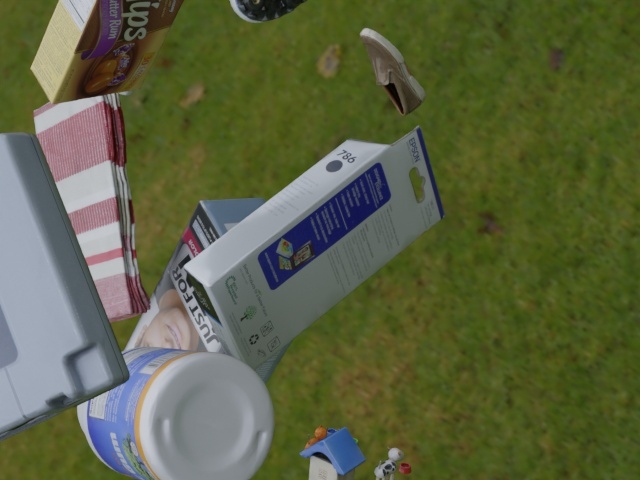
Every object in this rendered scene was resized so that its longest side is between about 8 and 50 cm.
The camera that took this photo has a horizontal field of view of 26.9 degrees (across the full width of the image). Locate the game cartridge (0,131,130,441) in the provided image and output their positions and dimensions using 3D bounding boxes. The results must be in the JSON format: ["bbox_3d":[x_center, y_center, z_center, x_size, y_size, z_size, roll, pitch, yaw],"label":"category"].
[{"bbox_3d":[-0.278,0.055,0.880,0.297,0.062,0.198,-25,78,23],"label":"game cartridge"}]

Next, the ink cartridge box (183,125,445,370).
[{"bbox_3d":[0.000,0.000,1.626,0.333,0.165,0.065,-37,45,-18],"label":"ink cartridge box"}]

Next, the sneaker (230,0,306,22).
[{"bbox_3d":[-0.040,-0.304,1.341,0.086,0.085,0.237,-9,46,40],"label":"sneaker"}]

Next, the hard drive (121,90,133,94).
[{"bbox_3d":[-0.181,-0.345,1.530,0.210,0.040,0.318,-95,24,-68],"label":"hard drive"}]

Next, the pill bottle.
[{"bbox_3d":[-0.175,0.195,1.486,0.272,0.152,0.152,-6,58,61],"label":"pill bottle"}]

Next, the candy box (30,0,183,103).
[{"bbox_3d":[-0.198,-0.217,1.288,0.053,0.109,0.186,57,137,19],"label":"candy box"}]

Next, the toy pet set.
[{"bbox_3d":[0.027,0.229,1.496,0.122,0.114,0.065,19,116,33],"label":"toy pet set"}]

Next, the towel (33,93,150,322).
[{"bbox_3d":[-0.326,-0.045,1.868,0.237,0.037,0.329,-13,84,53],"label":"towel"}]

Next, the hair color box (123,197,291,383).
[{"bbox_3d":[-0.156,0.134,1.904,0.185,0.113,0.374,59,136,31],"label":"hair color box"}]

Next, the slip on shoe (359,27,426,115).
[{"bbox_3d":[0.091,-0.226,1.797,0.041,0.135,0.051,-48,34,-13],"label":"slip on shoe"}]
